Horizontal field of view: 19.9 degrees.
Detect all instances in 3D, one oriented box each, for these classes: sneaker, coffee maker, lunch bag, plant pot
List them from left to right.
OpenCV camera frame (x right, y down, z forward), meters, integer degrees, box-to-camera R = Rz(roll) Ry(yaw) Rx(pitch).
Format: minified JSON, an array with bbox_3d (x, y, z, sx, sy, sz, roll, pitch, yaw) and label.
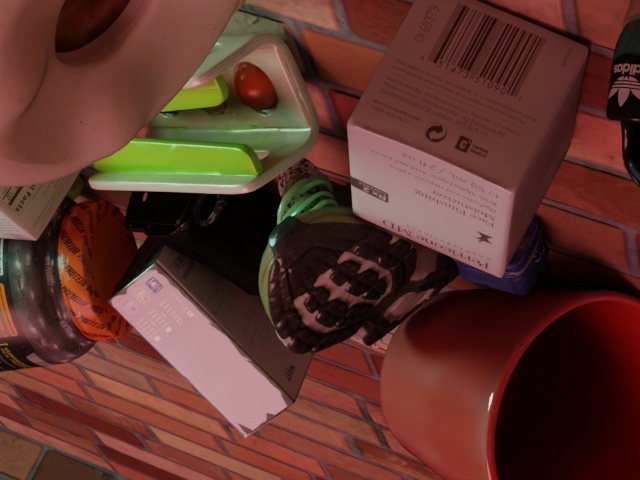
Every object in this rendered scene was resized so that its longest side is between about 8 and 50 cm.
[{"bbox_3d":[-0.101,-0.010,2.021,0.178,0.120,0.171,29,-172,-37],"label":"coffee maker"},{"bbox_3d":[0.000,0.000,1.792,0.182,0.158,0.410,49,-173,15],"label":"sneaker"},{"bbox_3d":[0.179,0.007,1.826,0.098,0.067,0.065,14,156,31],"label":"lunch bag"},{"bbox_3d":[0.209,0.167,1.935,0.275,0.275,0.243,40,165,-32],"label":"plant pot"},{"bbox_3d":[0.302,-0.061,1.435,0.108,0.121,0.302,7,152,44],"label":"sneaker"}]

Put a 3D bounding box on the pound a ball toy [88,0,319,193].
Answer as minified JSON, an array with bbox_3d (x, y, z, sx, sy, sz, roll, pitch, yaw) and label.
[{"bbox_3d":[-0.131,-0.165,1.758,0.319,0.136,0.208,2,123,49],"label":"pound a ball toy"}]

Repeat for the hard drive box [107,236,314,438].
[{"bbox_3d":[-0.118,0.087,2.147,0.089,0.181,0.232,-38,102,26],"label":"hard drive box"}]

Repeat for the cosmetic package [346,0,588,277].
[{"bbox_3d":[0.122,-0.090,1.543,0.151,0.151,0.184,24,160,13],"label":"cosmetic package"}]

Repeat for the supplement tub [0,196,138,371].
[{"bbox_3d":[-0.396,0.055,2.166,0.338,0.207,0.207,-7,147,18],"label":"supplement tub"}]

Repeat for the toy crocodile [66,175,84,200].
[{"bbox_3d":[-0.412,-0.078,2.285,0.340,0.115,0.105,38,158,-26],"label":"toy crocodile"}]

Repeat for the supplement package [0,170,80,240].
[{"bbox_3d":[-0.377,-0.123,2.004,0.262,0.204,0.145,2,146,48],"label":"supplement package"}]

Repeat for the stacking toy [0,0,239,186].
[{"bbox_3d":[-0.314,-0.302,1.466,0.480,0.350,0.350,38,164,20],"label":"stacking toy"}]

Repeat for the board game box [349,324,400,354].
[{"bbox_3d":[0.057,0.076,2.174,0.147,0.045,0.193,22,159,12],"label":"board game box"}]
